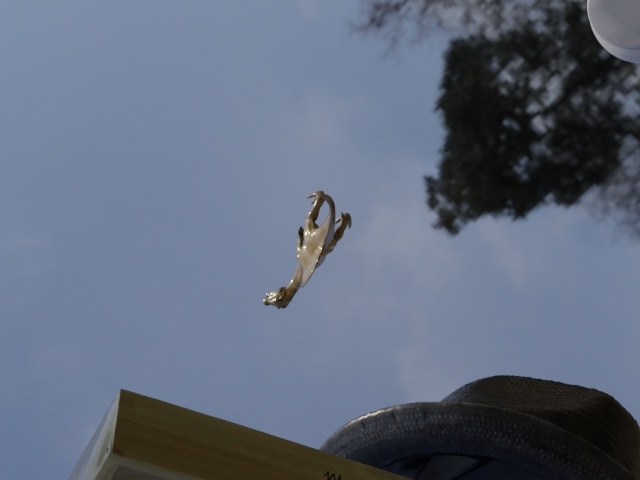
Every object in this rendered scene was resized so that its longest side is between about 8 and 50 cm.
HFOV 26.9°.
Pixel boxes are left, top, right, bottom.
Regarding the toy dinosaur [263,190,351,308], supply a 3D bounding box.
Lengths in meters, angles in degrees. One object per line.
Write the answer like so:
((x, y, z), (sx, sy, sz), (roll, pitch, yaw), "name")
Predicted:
((0.000, 0.000, 1.292), (0.053, 0.183, 0.093), (23, -135, -6), "toy dinosaur")

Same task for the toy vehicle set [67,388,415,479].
((-0.002, 0.171, 0.649), (0.267, 0.166, 0.035), (20, -140, -17), "toy vehicle set")

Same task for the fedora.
((0.161, 0.210, 1.142), (0.334, 0.334, 0.152), (40, -133, -7), "fedora")

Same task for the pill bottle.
((0.260, -0.180, 1.043), (0.086, 0.086, 0.152), (51, -155, 14), "pill bottle")
